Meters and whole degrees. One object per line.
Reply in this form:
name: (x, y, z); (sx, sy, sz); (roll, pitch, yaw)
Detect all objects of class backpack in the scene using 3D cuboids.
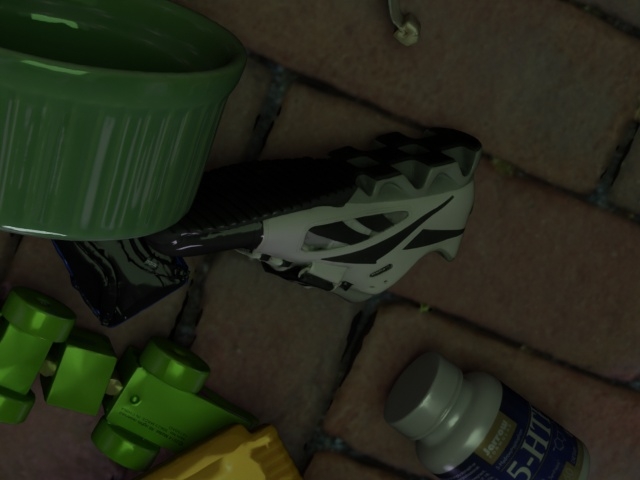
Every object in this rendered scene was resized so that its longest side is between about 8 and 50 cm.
backpack: (-0.189, 0.003, 1.401); (0.098, 0.101, 0.120); (-33, 104, -3)

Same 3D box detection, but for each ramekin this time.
ramekin: (-0.223, -0.117, 1.268); (0.303, 0.303, 0.148); (10, 110, -12)

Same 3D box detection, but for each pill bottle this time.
pill bottle: (0.158, 0.192, 1.506); (0.186, 0.112, 0.112); (36, 96, -17)

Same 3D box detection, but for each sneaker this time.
sneaker: (0.000, 0.000, 1.400); (0.330, 0.122, 0.146); (-10, 117, -24)

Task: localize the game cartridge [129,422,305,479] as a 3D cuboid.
game cartridge: (-0.098, 0.360, 1.407); (0.285, 0.052, 0.324); (-29, 94, -13)

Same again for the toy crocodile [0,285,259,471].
toy crocodile: (-0.215, 0.121, 1.436); (0.340, 0.105, 0.115); (24, 100, -19)

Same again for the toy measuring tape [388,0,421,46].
toy measuring tape: (0.095, -0.336, 1.359); (0.121, 0.121, 0.330); (-13, 113, -6)
